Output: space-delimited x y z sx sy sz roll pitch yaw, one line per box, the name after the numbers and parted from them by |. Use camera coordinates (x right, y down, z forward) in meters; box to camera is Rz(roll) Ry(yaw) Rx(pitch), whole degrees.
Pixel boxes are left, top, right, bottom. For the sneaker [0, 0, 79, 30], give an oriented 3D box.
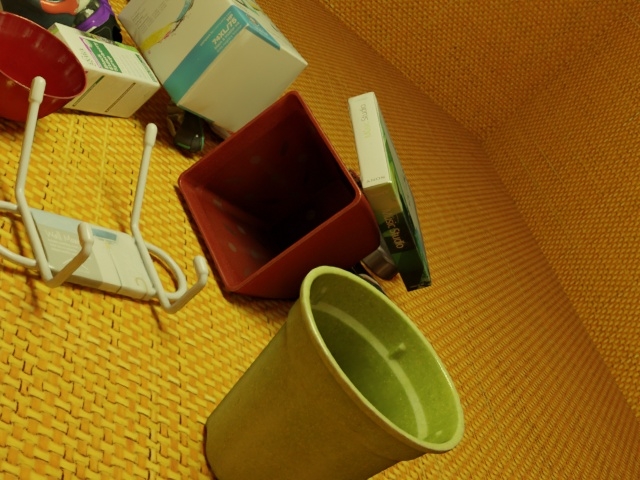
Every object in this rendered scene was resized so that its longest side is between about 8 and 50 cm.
-0.548 -0.451 1.379 0.350 0.148 0.131 24 30 -34 | sneaker

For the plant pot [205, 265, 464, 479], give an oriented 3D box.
-0.002 0.218 1.098 0.276 0.254 0.276 38 22 -19 | plant pot

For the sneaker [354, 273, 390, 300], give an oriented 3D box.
0.042 0.126 1.529 0.321 0.126 0.127 34 27 -57 | sneaker

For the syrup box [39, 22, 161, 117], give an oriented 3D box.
-0.382 -0.281 1.455 0.093 0.096 0.237 54 16 10 | syrup box

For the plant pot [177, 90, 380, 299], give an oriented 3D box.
-0.044 -0.048 1.515 0.236 0.267 0.267 38 19 -56 | plant pot

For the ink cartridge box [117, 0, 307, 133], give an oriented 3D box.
-0.206 -0.375 1.621 0.198 0.197 0.270 19 30 -56 | ink cartridge box

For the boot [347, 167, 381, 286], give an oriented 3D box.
0.075 -0.013 1.743 0.236 0.178 0.085 43 10 -6 | boot

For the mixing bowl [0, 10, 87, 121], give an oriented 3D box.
-0.449 -0.241 1.272 0.181 0.098 0.181 32 30 -21 | mixing bowl

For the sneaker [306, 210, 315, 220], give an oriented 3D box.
0.000 0.000 1.679 0.086 0.064 0.192 31 57 -41 | sneaker

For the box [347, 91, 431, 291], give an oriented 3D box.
0.132 -0.086 1.612 0.322 0.059 0.232 60 18 -49 | box

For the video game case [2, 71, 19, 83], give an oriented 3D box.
-0.486 -0.287 1.410 0.119 0.015 0.166 34 25 -31 | video game case

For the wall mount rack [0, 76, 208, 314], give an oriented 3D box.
-0.299 -0.051 1.187 0.350 0.130 0.304 20 33 -50 | wall mount rack

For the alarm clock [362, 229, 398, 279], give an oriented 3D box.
0.127 0.022 1.957 0.192 0.064 0.129 10 42 -52 | alarm clock

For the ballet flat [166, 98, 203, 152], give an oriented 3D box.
-0.266 -0.246 1.682 0.074 0.074 0.203 32 31 -33 | ballet flat

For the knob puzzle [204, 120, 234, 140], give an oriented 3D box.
-0.199 -0.245 1.854 0.213 0.030 0.213 39 22 -19 | knob puzzle

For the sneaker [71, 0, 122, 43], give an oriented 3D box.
-0.444 -0.430 1.647 0.146 0.102 0.293 53 8 -33 | sneaker
